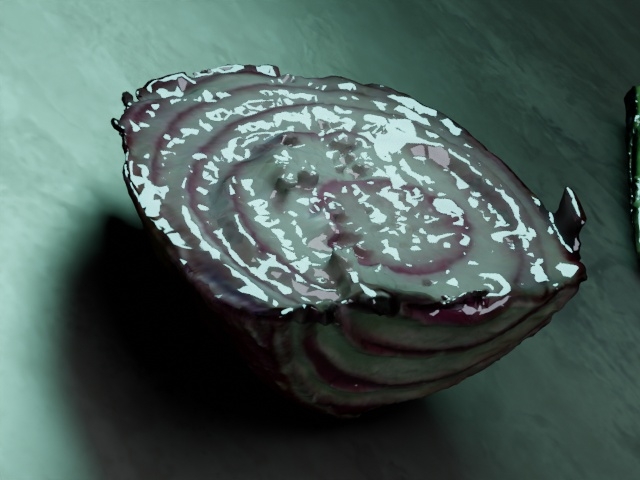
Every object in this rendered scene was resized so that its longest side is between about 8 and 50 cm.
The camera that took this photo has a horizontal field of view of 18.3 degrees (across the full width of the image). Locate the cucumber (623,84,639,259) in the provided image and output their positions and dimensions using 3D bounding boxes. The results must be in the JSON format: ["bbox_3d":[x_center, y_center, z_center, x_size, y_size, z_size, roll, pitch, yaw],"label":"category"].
[{"bbox_3d":[0.298,-0.043,1.681,0.078,0.062,0.211,0,47,6],"label":"cucumber"}]

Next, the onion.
[{"bbox_3d":[0.000,0.000,1.325,0.314,0.146,0.280,-7,41,-33],"label":"onion"}]
